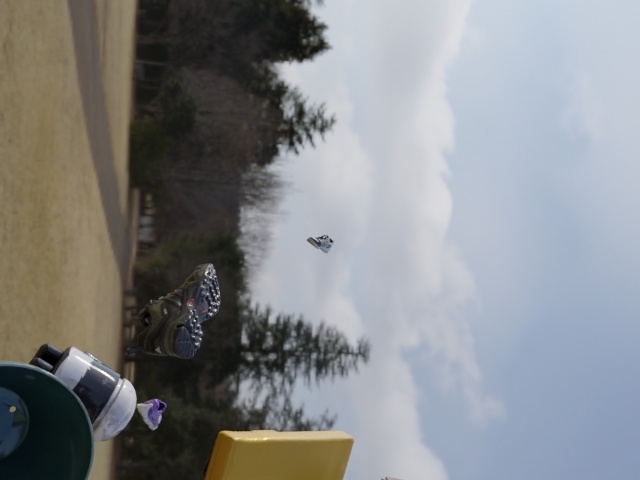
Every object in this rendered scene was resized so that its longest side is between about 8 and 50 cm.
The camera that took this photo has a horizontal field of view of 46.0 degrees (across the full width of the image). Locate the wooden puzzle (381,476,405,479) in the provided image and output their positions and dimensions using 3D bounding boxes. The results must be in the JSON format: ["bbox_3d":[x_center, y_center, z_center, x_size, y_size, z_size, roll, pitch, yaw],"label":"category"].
[{"bbox_3d":[0.185,0.581,1.812,0.049,0.083,0.006,154,-52,-83],"label":"wooden puzzle"}]

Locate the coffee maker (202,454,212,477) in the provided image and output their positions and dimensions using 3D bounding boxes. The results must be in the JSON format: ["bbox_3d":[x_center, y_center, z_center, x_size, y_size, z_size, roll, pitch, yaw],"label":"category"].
[{"bbox_3d":[-0.215,0.636,2.036,0.171,0.120,0.178,63,10,13],"label":"coffee maker"}]

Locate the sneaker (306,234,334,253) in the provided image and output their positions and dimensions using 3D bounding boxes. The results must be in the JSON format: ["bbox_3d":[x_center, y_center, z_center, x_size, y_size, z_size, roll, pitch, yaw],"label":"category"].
[{"bbox_3d":[0.000,0.000,1.661,0.032,0.083,0.037,40,-82,29],"label":"sneaker"}]

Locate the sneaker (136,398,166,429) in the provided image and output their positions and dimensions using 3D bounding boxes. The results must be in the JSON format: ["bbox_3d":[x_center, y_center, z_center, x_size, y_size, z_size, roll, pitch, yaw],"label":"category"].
[{"bbox_3d":[-0.458,0.478,2.094,0.068,0.071,0.170,59,-14,15],"label":"sneaker"}]

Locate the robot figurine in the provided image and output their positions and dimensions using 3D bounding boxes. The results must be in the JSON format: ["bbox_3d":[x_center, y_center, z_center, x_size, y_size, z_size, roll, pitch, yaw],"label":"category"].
[{"bbox_3d":[-0.586,0.371,1.832,0.209,0.278,0.173,-61,-166,-25],"label":"robot figurine"}]

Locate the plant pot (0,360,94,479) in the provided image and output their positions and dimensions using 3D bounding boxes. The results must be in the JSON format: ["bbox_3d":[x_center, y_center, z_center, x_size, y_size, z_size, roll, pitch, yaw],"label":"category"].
[{"bbox_3d":[-0.535,0.325,1.229,0.195,0.290,0.291,8,-86,62],"label":"plant pot"}]

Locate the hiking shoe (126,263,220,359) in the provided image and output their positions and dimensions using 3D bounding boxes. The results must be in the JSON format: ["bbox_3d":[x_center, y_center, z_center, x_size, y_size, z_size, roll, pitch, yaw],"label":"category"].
[{"bbox_3d":[-0.236,0.106,1.228,0.227,0.114,0.086,-72,157,-62],"label":"hiking shoe"}]

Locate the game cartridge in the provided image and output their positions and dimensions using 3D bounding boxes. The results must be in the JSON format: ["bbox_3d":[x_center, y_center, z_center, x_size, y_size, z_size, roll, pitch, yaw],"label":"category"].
[{"bbox_3d":[-0.088,0.459,1.267,0.052,0.323,0.286,15,-92,41],"label":"game cartridge"}]
